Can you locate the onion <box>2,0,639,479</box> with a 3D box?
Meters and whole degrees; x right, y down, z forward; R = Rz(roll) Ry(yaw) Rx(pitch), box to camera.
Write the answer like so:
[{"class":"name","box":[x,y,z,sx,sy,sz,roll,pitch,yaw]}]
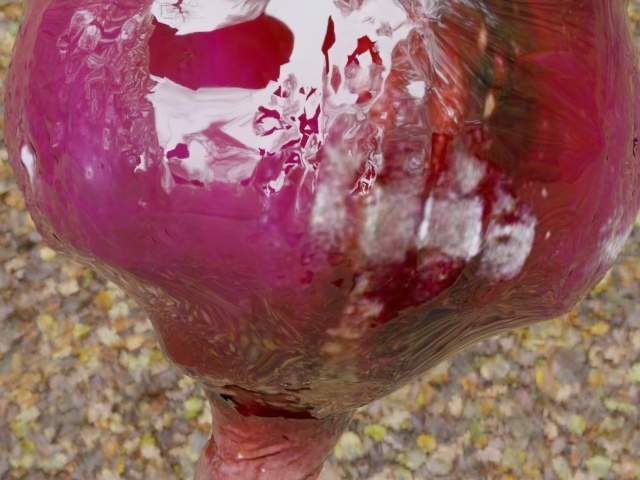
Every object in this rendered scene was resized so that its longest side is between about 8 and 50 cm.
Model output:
[{"class":"onion","box":[0.000,0.000,0.630,0.398,0.420,0.398,7,4,-1]}]
